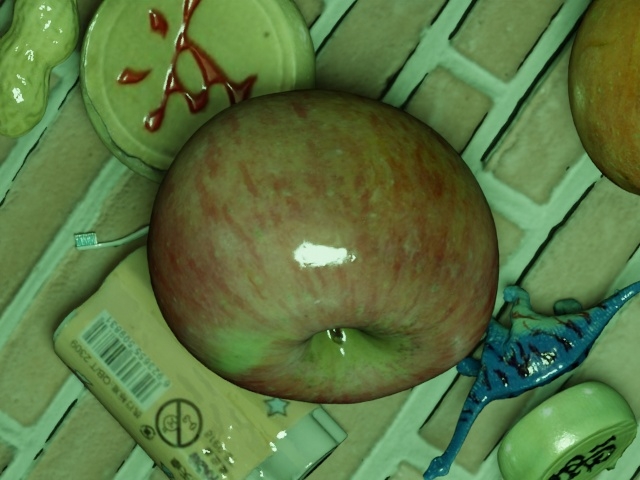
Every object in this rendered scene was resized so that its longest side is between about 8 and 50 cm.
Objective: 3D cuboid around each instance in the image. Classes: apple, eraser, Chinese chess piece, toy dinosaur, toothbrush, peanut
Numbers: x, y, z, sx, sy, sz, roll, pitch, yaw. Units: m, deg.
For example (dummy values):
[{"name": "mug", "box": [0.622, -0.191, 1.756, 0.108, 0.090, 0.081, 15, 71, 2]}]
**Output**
[{"name": "apple", "box": [0.361, -0.156, 1.671, 0.254, 0.253, 0.253, -1, 87, 10]}, {"name": "eraser", "box": [-0.132, 0.159, 1.827, 0.171, 0.087, 0.290, -46, 80, 8]}, {"name": "Chinese chess piece", "box": [0.244, 0.201, 1.726, 0.144, 0.144, 0.058, -39, 62, 6]}, {"name": "Chinese chess piece", "box": [-0.128, -0.177, 1.836, 0.250, 0.103, 0.249, 0, 89, 10]}, {"name": "toy dinosaur", "box": [0.206, 0.105, 1.744, 0.329, 0.144, 0.076, -36, 122, -4]}, {"name": "toothbrush", "box": [-0.166, -0.014, 1.876, 0.204, 0.017, 0.022, -11, 104, 10]}, {"name": "apple", "box": [0.000, 0.000, 1.710, 0.345, 0.345, 0.269, -16, 57, 9]}, {"name": "peanut", "box": [-0.311, -0.201, 1.882, 0.082, 0.082, 0.187, 25, 92, 10]}]
